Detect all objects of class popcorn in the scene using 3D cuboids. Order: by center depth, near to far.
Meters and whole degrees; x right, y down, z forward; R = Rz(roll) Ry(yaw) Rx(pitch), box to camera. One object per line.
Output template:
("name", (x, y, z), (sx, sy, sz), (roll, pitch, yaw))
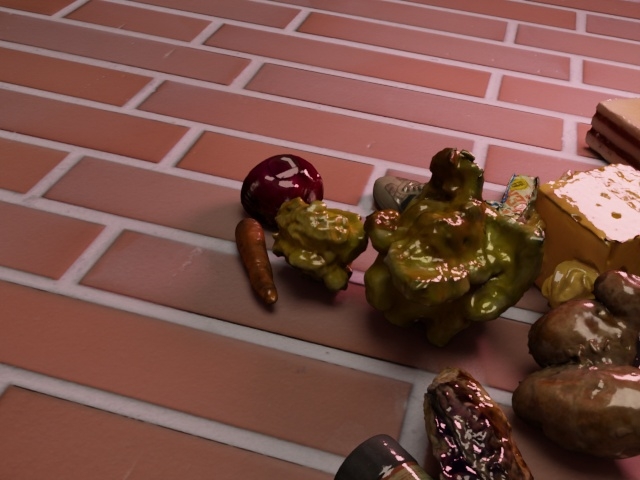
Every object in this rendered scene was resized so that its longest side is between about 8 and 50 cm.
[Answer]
("popcorn", (0.230, 0.039, 1.400), (0.325, 0.290, 0.321), (-6, 48, 23))
("popcorn", (-0.004, 0.004, 1.518), (0.197, 0.156, 0.197), (24, 9, -4))

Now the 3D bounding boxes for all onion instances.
("onion", (-0.069, -0.094, 1.664), (0.173, 0.135, 0.198), (-11, 41, -17))

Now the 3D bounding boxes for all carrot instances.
("carrot", (-0.120, 0.041, 1.537), (0.059, 0.059, 0.248), (-5, 39, -14))

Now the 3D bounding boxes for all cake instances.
("cake", (0.502, 0.016, 1.515), (0.286, 0.222, 0.227), (-13, 38, -23))

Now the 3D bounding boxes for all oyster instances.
("oyster", (0.229, 0.293, 1.144), (0.100, 0.275, 0.271), (-34, 71, 11))

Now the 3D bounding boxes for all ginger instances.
("ginger", (0.426, 0.191, 1.276), (0.244, 0.155, 0.304), (-15, 52, 32))

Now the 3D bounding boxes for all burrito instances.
("burrito", (0.409, -0.077, 1.774), (0.104, 0.054, 0.288), (17, 37, 15))

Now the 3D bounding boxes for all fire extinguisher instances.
("fire extinguisher", (0.196, 0.397, 1.039), (0.200, 0.113, 0.376), (-19, 42, -31))

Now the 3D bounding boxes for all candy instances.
("candy", (0.813, -0.218, 1.960), (0.179, 0.135, 0.321), (-11, 41, -22))

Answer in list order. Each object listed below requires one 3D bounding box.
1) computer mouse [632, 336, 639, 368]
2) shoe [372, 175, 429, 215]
("computer mouse", (0.511, 0.203, 1.398), (0.099, 0.057, 0.172), (-5, 32, 14))
("shoe", (0.228, -0.082, 1.722), (0.274, 0.098, 0.103), (27, 37, 28))
